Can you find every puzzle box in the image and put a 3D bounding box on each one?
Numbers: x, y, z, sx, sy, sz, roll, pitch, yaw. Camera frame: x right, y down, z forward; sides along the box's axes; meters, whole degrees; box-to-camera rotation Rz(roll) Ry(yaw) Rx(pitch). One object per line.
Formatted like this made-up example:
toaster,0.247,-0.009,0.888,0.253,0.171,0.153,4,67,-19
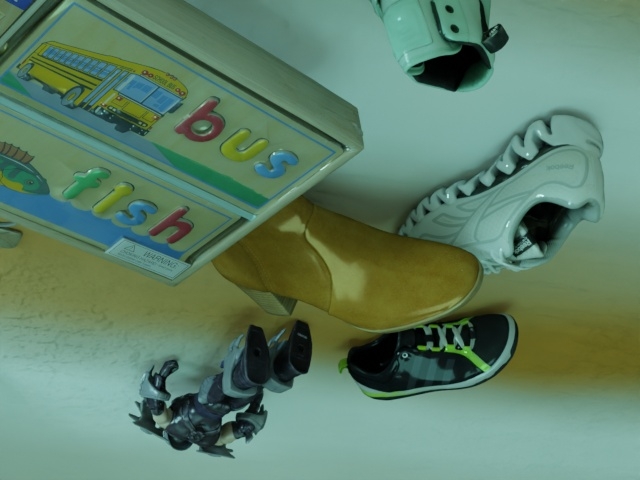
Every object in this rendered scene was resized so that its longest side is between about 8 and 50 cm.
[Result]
puzzle box,-0.195,-0.104,0.901,0.409,0.052,0.272,25,132,-39

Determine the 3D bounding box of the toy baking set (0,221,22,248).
toy baking set,-0.397,-0.060,1.090,0.197,0.030,0.256,-3,141,-4

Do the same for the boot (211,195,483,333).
boot,0.000,-0.001,1.115,0.295,0.104,0.211,-4,141,30

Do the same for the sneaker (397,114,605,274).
sneaker,0.184,-0.010,1.158,0.110,0.118,0.292,21,136,-32

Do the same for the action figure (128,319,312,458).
action figure,-0.129,0.202,1.405,0.185,0.099,0.285,16,141,-35

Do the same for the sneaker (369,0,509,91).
sneaker,0.055,-0.217,0.854,0.256,0.151,0.094,29,132,-34

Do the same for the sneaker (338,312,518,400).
sneaker,0.133,0.143,1.367,0.235,0.084,0.097,-23,137,20
